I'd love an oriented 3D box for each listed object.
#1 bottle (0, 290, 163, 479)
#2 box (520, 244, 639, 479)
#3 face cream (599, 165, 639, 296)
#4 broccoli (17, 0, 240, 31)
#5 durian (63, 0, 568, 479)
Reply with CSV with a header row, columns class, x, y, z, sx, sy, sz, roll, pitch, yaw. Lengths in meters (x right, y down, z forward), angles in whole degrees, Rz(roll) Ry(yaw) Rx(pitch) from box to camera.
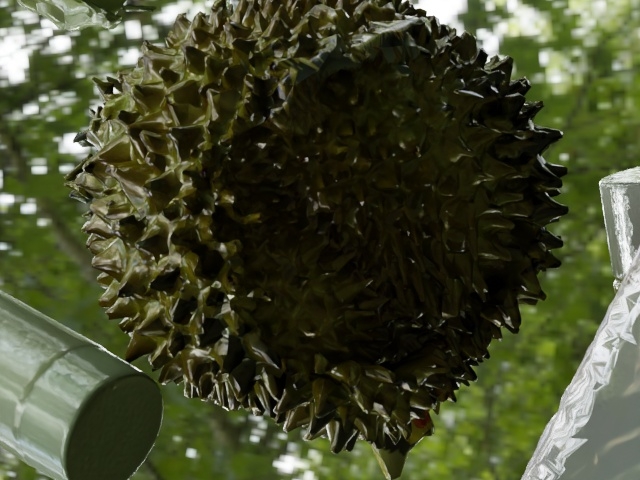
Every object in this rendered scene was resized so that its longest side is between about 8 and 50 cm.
class,x,y,z,sx,sy,sz,roll,pitch,yaw
bottle,-0.177,0.063,0.933,0.072,0.201,0.072,-32,-46,-40
box,0.253,0.058,0.312,0.122,0.385,0.345,-16,-47,-63
face cream,0.283,0.036,1.023,0.218,0.218,0.179,-13,-84,-40
broccoli,-0.127,-0.285,1.311,0.293,0.347,0.281,49,-119,-39
durian,0.003,-0.011,0.954,0.293,0.258,0.258,32,-109,-34
